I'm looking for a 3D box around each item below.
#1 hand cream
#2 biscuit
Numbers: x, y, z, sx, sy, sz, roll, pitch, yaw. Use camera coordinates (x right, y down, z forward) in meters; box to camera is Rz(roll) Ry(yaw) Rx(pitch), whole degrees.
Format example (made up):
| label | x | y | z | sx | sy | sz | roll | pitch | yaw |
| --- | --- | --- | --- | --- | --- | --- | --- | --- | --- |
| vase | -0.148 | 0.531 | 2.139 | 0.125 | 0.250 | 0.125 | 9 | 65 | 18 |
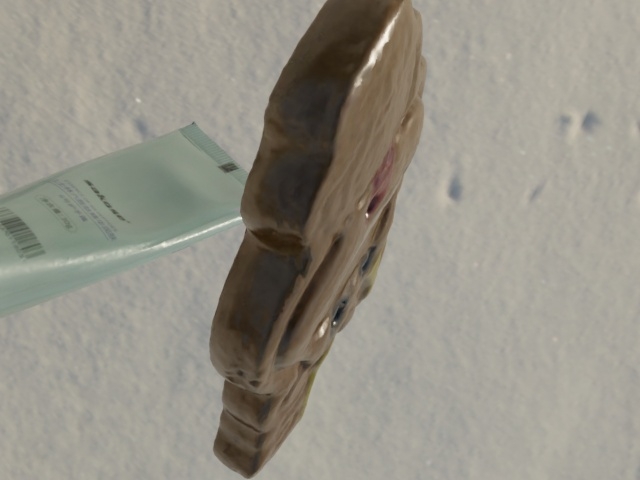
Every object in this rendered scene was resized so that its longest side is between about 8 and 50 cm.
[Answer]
| label | x | y | z | sx | sy | sz | roll | pitch | yaw |
| --- | --- | --- | --- | --- | --- | --- | --- | --- | --- |
| hand cream | -0.153 | -0.018 | 0.821 | 0.320 | 0.109 | 0.067 | -28 | 153 | -50 |
| biscuit | 0.003 | 0.001 | 0.555 | 0.295 | 0.044 | 0.186 | 96 | 19 | -63 |
